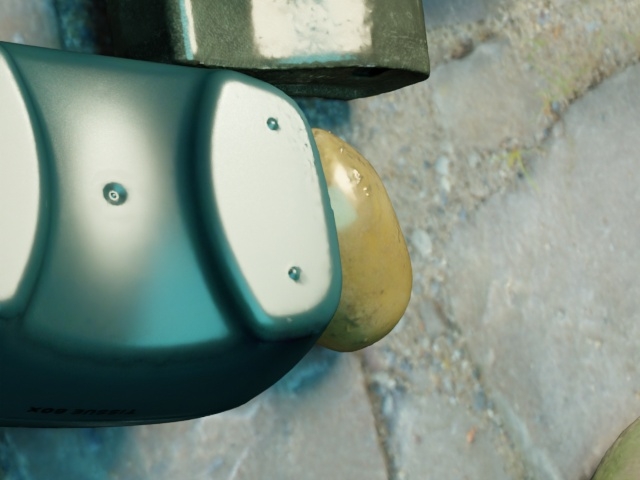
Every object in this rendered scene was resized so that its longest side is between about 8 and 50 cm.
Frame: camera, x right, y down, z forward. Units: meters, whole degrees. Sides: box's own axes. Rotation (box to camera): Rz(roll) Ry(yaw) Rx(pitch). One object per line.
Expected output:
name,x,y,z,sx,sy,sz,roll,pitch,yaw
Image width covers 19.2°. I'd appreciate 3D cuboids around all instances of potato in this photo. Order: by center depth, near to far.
potato,0.002,0.002,1.209,0.112,0.112,0.147,-37,108,-34

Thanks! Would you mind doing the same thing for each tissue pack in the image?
tissue pack,-0.152,0.005,1.051,0.287,0.206,0.198,3,68,-35

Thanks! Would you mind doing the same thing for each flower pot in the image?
flower pot,-0.033,-0.150,1.218,0.229,0.103,0.108,-2,81,-35

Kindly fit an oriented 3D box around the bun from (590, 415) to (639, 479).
bun,0.323,0.240,1.319,0.293,0.187,0.293,9,75,-35
